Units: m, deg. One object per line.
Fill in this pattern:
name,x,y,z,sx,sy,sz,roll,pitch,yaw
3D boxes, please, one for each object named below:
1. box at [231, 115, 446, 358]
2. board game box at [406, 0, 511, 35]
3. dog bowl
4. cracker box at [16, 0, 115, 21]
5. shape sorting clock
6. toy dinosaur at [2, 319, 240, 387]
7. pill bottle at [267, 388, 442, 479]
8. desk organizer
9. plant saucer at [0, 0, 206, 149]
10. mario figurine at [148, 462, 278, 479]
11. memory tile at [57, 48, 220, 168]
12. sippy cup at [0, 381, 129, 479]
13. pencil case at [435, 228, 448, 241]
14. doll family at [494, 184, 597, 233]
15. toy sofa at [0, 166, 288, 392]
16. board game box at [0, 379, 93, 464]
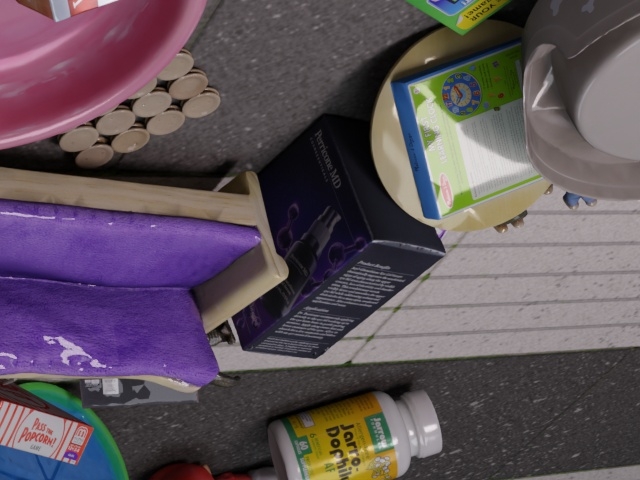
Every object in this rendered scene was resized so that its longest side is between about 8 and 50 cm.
box,0.000,0.000,1.764,0.108,0.153,0.207,10,138,-44
board game box,0.180,-0.304,1.460,0.317,0.046,0.213,-35,149,24
dog bowl,0.336,-0.167,1.570,0.348,0.102,0.349,-10,152,-6
cracker box,-0.107,-0.259,1.185,0.232,0.067,0.156,-24,121,-27
shape sorting clock,0.144,-0.108,1.687,0.206,0.040,0.206,-7,109,-20
toy dinosaur,-0.194,0.089,1.863,0.160,0.121,0.313,-20,160,24
pill bottle,0.046,0.262,2.302,0.208,0.118,0.118,-15,152,-11
desk organizer,-0.203,0.153,2.003,0.130,0.050,0.047,-3,117,-2
plant saucer,-0.249,-0.190,1.323,0.332,0.084,0.332,-17,151,-9
mario figurine,-0.123,0.397,2.357,0.170,0.198,0.320,-13,158,11
memory tile,-0.168,-0.117,1.587,0.148,0.012,0.113,-25,152,6
sippy cup,-0.368,0.303,1.998,0.224,0.240,0.305,-26,115,31
pencil case,0.130,-0.063,1.808,0.086,0.088,0.206,-25,160,-44
doll family,0.228,-0.066,1.898,0.193,0.076,0.111,-21,149,-12
toy sofa,-0.213,0.028,1.623,0.362,0.177,0.150,6,150,-40
board game box,-0.343,0.157,1.777,0.146,0.193,0.045,28,86,-57
